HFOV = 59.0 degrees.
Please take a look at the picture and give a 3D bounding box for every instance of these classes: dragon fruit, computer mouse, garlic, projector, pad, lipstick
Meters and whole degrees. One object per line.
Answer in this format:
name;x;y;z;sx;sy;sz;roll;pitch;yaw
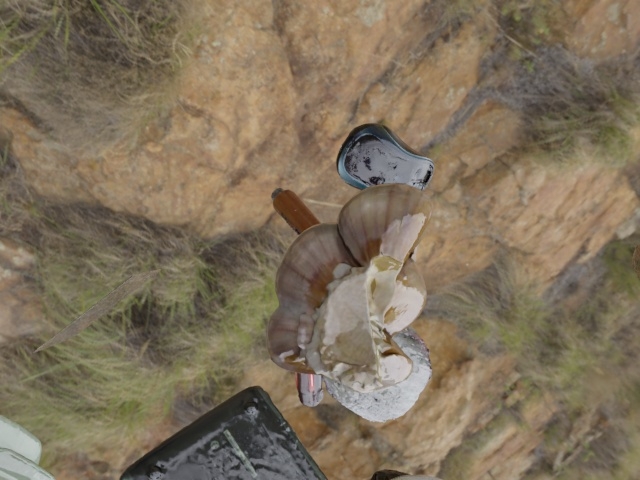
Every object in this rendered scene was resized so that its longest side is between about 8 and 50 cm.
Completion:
dragon fruit;0.140;0.301;1.484;0.221;0.282;0.204;28;128;-28
computer mouse;0.140;-0.141;1.138;0.233;0.096;0.137;20;115;-34
garlic;0.030;0.047;0.590;0.191;0.160;0.213;30;65;-77
projector;-0.213;0.621;1.369;0.405;0.395;0.242;-28;160;-32
pad;-0.422;0.130;1.090;0.235;0.003;0.158;-38;179;1
lipstick;0.000;0.000;1.362;0.077;0.418;0.077;-24;139;-23

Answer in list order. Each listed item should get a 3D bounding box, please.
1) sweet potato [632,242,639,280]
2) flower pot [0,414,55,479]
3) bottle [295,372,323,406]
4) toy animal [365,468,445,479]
sweet potato;0.520;0.044;0.819;0.310;0.124;0.097;-1;121;-49
flower pot;-0.496;0.395;0.660;0.368;0.254;0.164;-34;138;-8
bottle;-0.023;0.258;1.147;0.060;0.060;0.164;-15;112;-34
toy animal;0.130;0.464;0.855;0.213;0.212;0.266;-25;171;-22
